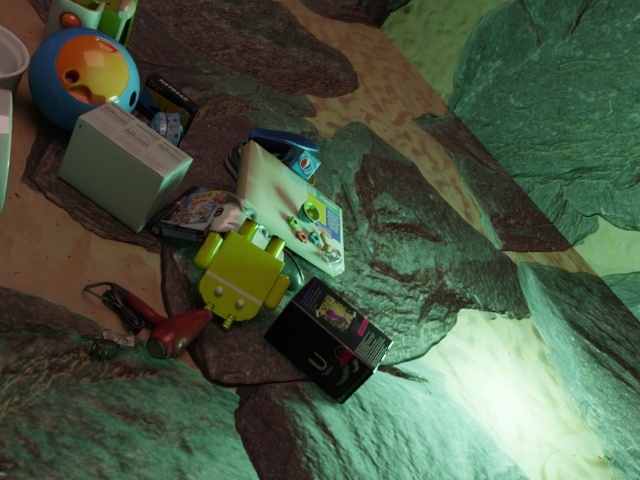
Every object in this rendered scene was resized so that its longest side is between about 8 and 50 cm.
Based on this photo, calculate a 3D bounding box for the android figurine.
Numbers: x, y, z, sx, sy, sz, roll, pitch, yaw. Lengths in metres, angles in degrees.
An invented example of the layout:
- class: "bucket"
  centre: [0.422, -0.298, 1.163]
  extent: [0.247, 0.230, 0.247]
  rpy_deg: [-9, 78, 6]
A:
- class: "android figurine"
  centre: [-0.202, 0.088, 1.621]
  extent: [0.248, 0.056, 0.273]
  rpy_deg: [35, 75, -17]

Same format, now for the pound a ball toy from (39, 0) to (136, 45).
- class: "pound a ball toy"
  centre: [-0.693, -0.588, 1.878]
  extent: [0.208, 0.319, 0.136]
  rpy_deg: [23, 37, -19]

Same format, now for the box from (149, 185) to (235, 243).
- class: "box"
  centre: [-0.335, -0.075, 1.766]
  extent: [0.159, 0.044, 0.233]
  rpy_deg: [10, 31, 17]

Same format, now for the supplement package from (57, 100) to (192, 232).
- class: "supplement package"
  centre: [-0.509, -0.191, 1.674]
  extent: [0.262, 0.204, 0.145]
  rpy_deg: [36, 34, 0]

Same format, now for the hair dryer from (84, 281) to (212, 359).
- class: "hair dryer"
  centre: [-0.380, 0.172, 1.472]
  extent: [0.293, 0.080, 0.224]
  rpy_deg: [12, 41, -32]

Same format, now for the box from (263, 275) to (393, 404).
- class: "box"
  centre: [0.020, 0.253, 1.645]
  extent: [0.270, 0.165, 0.143]
  rpy_deg: [40, 36, 6]

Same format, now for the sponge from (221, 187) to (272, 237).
- class: "sponge"
  centre: [-0.230, -0.071, 1.926]
  extent: [0.117, 0.031, 0.210]
  rpy_deg: [-16, 60, -49]

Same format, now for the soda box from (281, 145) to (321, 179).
- class: "soda box"
  centre: [-0.066, -0.249, 2.054]
  extent: [0.067, 0.071, 0.210]
  rpy_deg: [38, 0, -16]

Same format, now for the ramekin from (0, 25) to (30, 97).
- class: "ramekin"
  centre: [-0.928, -0.468, 1.699]
  extent: [0.277, 0.135, 0.277]
  rpy_deg: [23, 37, -19]

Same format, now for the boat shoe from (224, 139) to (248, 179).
- class: "boat shoe"
  centre: [-0.175, -0.187, 2.048]
  extent: [0.319, 0.099, 0.116]
  rpy_deg: [47, 33, 13]

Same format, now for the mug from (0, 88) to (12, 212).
- class: "mug"
  centre: [-0.838, -0.159, 1.338]
  extent: [0.328, 0.276, 0.374]
  rpy_deg: [4, 76, -30]

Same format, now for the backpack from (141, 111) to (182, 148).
- class: "backpack"
  centre: [-0.467, -0.290, 1.854]
  extent: [0.117, 0.173, 0.158]
  rpy_deg: [14, 41, -29]

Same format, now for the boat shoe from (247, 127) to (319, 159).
- class: "boat shoe"
  centre: [-0.133, -0.320, 2.191]
  extent: [0.258, 0.089, 0.109]
  rpy_deg: [10, 33, -26]

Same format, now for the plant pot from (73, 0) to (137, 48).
- class: "plant pot"
  centre: [-0.732, -0.704, 2.074]
  extent: [0.207, 0.228, 0.227]
  rpy_deg: [18, 38, -12]

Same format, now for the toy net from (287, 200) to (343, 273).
- class: "toy net"
  centre: [0.000, 0.000, 1.877]
  extent: [0.232, 0.045, 0.122]
  rpy_deg: [54, 30, -7]

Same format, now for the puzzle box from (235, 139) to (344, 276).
- class: "puzzle box"
  centre: [-0.083, -0.092, 1.938]
  extent: [0.409, 0.052, 0.272]
  rpy_deg: [36, 36, -32]

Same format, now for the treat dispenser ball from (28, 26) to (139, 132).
- class: "treat dispenser ball"
  centre: [-0.645, -0.434, 1.768]
  extent: [0.288, 0.288, 0.288]
  rpy_deg: [23, 37, -19]

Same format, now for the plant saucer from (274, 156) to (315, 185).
- class: "plant saucer"
  centre: [-0.132, -0.249, 2.214]
  extent: [0.241, 0.037, 0.241]
  rpy_deg: [24, 36, -19]

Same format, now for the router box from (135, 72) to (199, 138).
- class: "router box"
  centre: [-0.483, -0.419, 2.026]
  extent: [0.179, 0.133, 0.046]
  rpy_deg: [38, 34, 3]

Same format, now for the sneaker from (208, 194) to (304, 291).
- class: "sneaker"
  centre: [-0.181, 0.047, 1.734]
  extent: [0.330, 0.122, 0.146]
  rpy_deg: [49, 54, -22]
